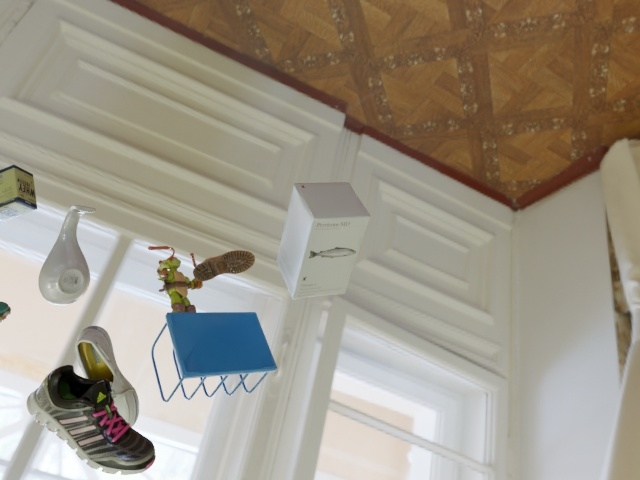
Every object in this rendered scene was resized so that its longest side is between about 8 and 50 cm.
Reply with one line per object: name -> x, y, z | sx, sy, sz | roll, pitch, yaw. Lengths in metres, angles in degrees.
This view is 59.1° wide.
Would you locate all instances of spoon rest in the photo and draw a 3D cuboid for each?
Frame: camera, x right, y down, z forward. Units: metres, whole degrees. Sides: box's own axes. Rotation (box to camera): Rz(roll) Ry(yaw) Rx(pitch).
spoon rest -> -0.671, 0.038, 1.515 | 0.084, 0.276, 0.137 | 16, -177, 43

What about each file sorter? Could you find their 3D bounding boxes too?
file sorter -> -0.185, 0.199, 0.957 | 0.170, 0.118, 0.104 | 6, 133, -39

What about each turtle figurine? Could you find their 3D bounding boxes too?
turtle figurine -> -0.365, 0.124, 1.421 | 0.087, 0.217, 0.269 | -19, 162, 4

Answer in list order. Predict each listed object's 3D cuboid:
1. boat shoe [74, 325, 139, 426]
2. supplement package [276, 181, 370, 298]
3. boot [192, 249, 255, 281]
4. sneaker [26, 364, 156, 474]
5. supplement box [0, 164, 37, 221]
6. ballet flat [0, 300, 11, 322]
boat shoe -> -0.684, 0.460, 1.787 | 0.135, 0.156, 0.367 | -14, 103, -2
supplement package -> 0.000, 0.000, 0.975 | 0.105, 0.105, 0.179 | -3, 131, -23
boot -> -0.239, 0.054, 1.429 | 0.157, 0.084, 0.059 | -14, 101, 5
sneaker -> -0.263, 0.207, 0.663 | 0.170, 0.063, 0.075 | 33, 109, 6
supplement box -> -0.637, -0.096, 1.154 | 0.083, 0.083, 0.056 | -19, 162, 9
ballet flat -> -0.751, 0.177, 1.123 | 0.091, 0.241, 0.077 | 32, 118, 40
